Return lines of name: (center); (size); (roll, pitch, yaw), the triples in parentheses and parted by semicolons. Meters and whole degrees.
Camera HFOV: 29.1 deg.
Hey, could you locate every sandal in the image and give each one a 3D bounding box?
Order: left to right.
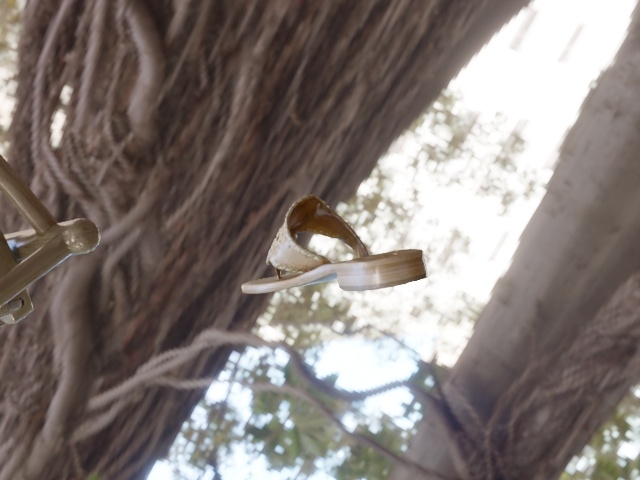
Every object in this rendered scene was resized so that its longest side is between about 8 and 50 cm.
sandal: (0.005, -0.001, 1.040); (0.088, 0.079, 0.240); (-12, -176, -31)

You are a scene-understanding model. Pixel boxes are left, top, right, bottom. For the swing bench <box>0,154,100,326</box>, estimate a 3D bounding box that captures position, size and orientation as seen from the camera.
swing bench: (-0.299, 0.045, 0.676); (0.165, 0.254, 0.253); (51, -126, -3)
